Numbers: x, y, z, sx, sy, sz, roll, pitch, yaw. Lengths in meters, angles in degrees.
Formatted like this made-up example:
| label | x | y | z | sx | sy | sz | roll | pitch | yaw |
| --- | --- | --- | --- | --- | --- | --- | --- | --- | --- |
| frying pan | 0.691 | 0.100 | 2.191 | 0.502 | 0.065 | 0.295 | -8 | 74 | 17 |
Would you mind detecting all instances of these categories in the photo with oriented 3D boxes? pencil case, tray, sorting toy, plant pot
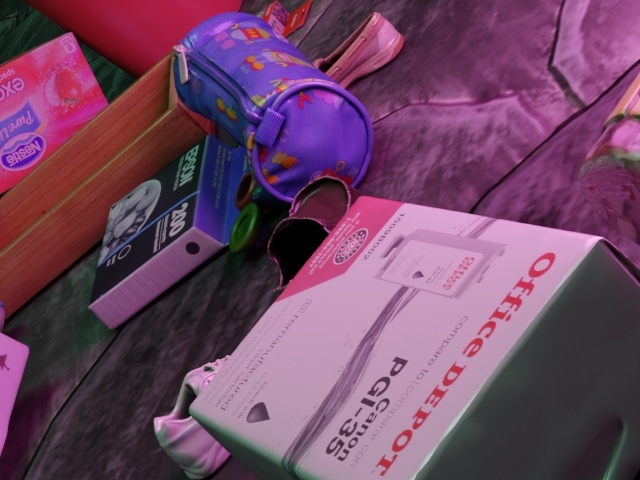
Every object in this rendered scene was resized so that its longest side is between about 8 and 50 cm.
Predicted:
| label | x | y | z | sx | sy | sz | roll | pitch | yaw |
| --- | --- | --- | --- | --- | --- | --- | --- | --- | --- |
| pencil case | -0.057 | -0.138 | 1.428 | 0.119 | 0.133 | 0.306 | -68 | 27 | 14 |
| tray | -0.302 | -0.052 | 1.796 | 0.411 | 0.076 | 0.203 | -38 | 24 | 14 |
| sorting toy | -0.055 | -0.027 | 1.408 | 0.061 | 0.042 | 0.102 | -45 | 31 | 40 |
| plant pot | -0.256 | -0.363 | 2.009 | 0.275 | 0.243 | 0.275 | -36 | 25 | 19 |

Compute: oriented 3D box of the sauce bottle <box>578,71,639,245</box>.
| label | x | y | z | sx | sy | sz | roll | pitch | yaw |
| --- | --- | --- | --- | --- | --- | --- | --- | --- | --- |
| sauce bottle | 0.297 | -0.144 | 0.936 | 0.344 | 0.111 | 0.111 | -53 | 25 | -17 |

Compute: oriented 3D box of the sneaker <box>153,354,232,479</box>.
| label | x | y | z | sx | sy | sz | roll | pitch | yaw |
| --- | --- | --- | --- | --- | --- | --- | --- | --- | --- |
| sneaker | -0.071 | 0.117 | 1.166 | 0.152 | 0.061 | 0.054 | -50 | 22 | -16 |

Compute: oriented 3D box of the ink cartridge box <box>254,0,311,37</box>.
| label | x | y | z | sx | sy | sz | roll | pitch | yaw |
| --- | --- | --- | --- | --- | --- | --- | --- | --- | --- |
| ink cartridge box | -0.066 | -0.264 | 1.810 | 0.115 | 0.029 | 0.063 | -30 | 27 | 32 |

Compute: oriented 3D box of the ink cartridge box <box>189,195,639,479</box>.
| label | x | y | z | sx | sy | sz | roll | pitch | yaw |
| --- | --- | --- | --- | --- | --- | --- | --- | --- | --- |
| ink cartridge box | 0.068 | 0.090 | 0.913 | 0.207 | 0.117 | 0.283 | -51 | 24 | -13 |

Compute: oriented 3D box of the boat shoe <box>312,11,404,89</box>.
| label | x | y | z | sx | sy | sz | roll | pitch | yaw |
| --- | --- | --- | --- | --- | --- | --- | --- | --- | --- |
| boat shoe | 0.016 | -0.184 | 1.525 | 0.153 | 0.048 | 0.056 | -28 | 29 | 33 |

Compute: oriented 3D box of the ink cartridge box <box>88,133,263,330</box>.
| label | x | y | z | sx | sy | sz | roll | pitch | yaw |
| --- | --- | --- | --- | --- | --- | --- | --- | --- | --- |
| ink cartridge box | -0.147 | -0.027 | 1.541 | 0.208 | 0.045 | 0.206 | -34 | 26 | 19 |

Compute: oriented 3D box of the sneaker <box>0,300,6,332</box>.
| label | x | y | z | sx | sy | sz | roll | pitch | yaw |
| --- | --- | --- | --- | --- | --- | --- | --- | --- | --- |
| sneaker | -0.449 | 0.143 | 1.713 | 0.229 | 0.087 | 0.092 | -41 | 30 | 26 |

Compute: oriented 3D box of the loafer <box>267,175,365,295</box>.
| label | x | y | z | sx | sy | sz | roll | pitch | yaw |
| --- | --- | --- | --- | --- | --- | --- | --- | --- | --- |
| loafer | 0.000 | 0.000 | 1.216 | 0.080 | 0.078 | 0.220 | -38 | 25 | 16 |

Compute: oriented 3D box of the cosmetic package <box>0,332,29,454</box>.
| label | x | y | z | sx | sy | sz | roll | pitch | yaw |
| --- | --- | --- | --- | --- | --- | --- | --- | --- | --- |
| cosmetic package | -0.521 | 0.230 | 1.534 | 0.453 | 0.161 | 0.230 | -23 | 45 | 40 |

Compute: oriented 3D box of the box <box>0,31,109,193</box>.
| label | x | y | z | sx | sy | sz | roll | pitch | yaw |
| --- | --- | --- | --- | --- | --- | --- | --- | --- | --- |
| box | -0.444 | -0.143 | 1.961 | 0.300 | 0.154 | 0.142 | -34 | 15 | -32 |
